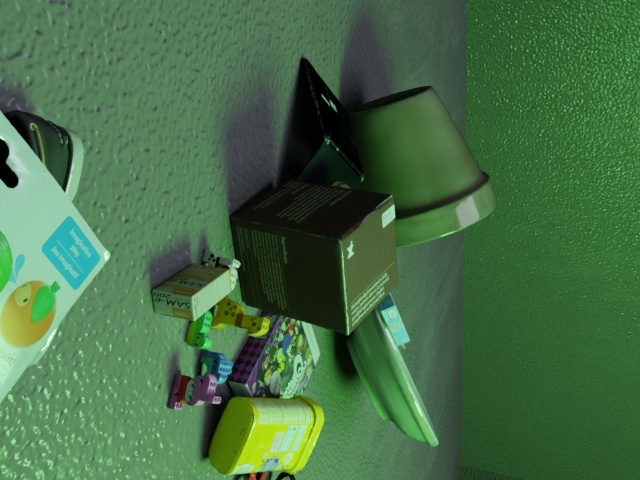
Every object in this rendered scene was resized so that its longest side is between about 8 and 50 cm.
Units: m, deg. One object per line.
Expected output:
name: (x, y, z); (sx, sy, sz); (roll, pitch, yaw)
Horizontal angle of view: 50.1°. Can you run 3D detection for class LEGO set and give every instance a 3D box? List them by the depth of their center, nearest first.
LEGO set: (-0.132, 0.135, 0.981); (0.087, 0.093, 0.227); (36, 62, -66)

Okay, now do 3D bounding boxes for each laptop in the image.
laptop: (-0.015, -0.162, 1.302); (0.234, 0.136, 0.264); (34, 39, -67)

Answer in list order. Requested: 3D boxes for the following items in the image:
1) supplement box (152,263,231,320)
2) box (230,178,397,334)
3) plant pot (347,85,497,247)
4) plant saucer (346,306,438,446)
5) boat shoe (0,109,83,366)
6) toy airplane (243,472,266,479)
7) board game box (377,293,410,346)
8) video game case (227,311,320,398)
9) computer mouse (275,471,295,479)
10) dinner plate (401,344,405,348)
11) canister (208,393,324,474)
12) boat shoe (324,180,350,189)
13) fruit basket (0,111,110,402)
supplement box: (-0.169, 0.066, 0.911); (0.098, 0.062, 0.036); (-42, 135, -60)
box: (-0.006, 0.018, 1.086); (0.168, 0.203, 0.167); (-37, 131, -47)
plant pot: (0.189, -0.170, 1.474); (0.323, 0.323, 0.280); (-44, 120, -58)
plant saucer: (0.147, 0.300, 1.589); (0.400, 0.100, 0.400); (-24, 90, -86)
boat shoe: (-0.273, -0.002, 0.615); (0.068, 0.081, 0.228); (27, 63, -64)
toy airplane: (-0.114, 0.433, 1.198); (0.151, 0.028, 0.151); (8, 90, -68)
board game box: (0.137, 0.116, 1.569); (0.160, 0.039, 0.211); (63, 5, -49)
video game case: (-0.074, 0.224, 1.221); (0.232, 0.041, 0.210); (-63, 149, -42)
computer mouse: (-0.099, 0.529, 1.220); (0.041, 0.071, 0.242); (43, 51, -38)
dinner plate: (0.173, 0.205, 1.687); (0.141, 0.017, 0.141); (-24, 90, -87)
canister: (-0.086, 0.311, 1.097); (0.170, 0.073, 0.126); (18, 97, -50)
boat shoe: (-0.004, 0.003, 1.256); (0.095, 0.095, 0.257); (-37, 140, -49)
fruit basket: (-0.292, 0.051, 0.413); (0.353, 0.165, 0.327); (-55, 147, -28)
